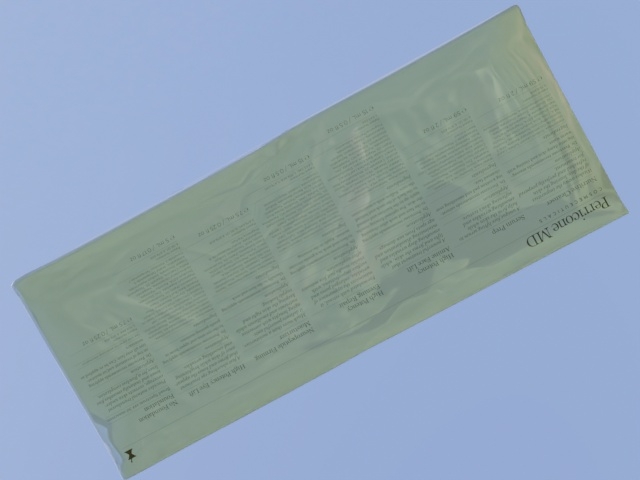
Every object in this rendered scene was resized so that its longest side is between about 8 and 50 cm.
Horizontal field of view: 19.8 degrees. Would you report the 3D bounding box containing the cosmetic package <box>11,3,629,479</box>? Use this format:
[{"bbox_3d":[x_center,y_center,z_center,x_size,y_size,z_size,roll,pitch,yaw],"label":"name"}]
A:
[{"bbox_3d":[0.000,0.000,0.774,0.099,0.239,0.060,62,-173,-3],"label":"cosmetic package"}]
